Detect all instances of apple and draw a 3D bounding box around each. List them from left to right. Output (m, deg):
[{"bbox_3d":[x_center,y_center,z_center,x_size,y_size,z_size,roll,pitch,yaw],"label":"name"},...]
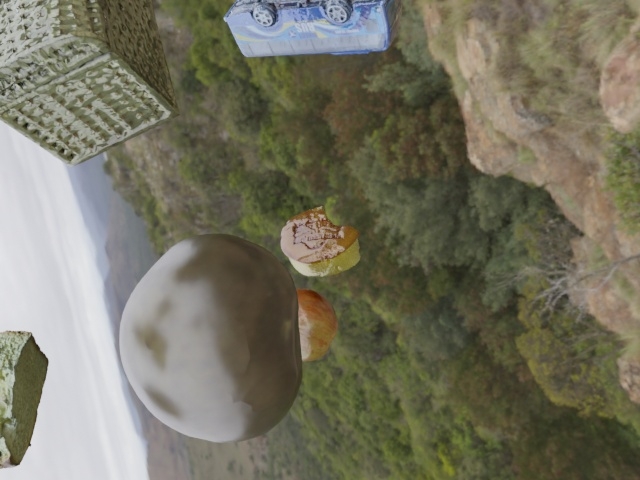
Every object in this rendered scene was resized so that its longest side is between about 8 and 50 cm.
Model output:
[{"bbox_3d":[-0.029,0.145,1.114,0.126,0.102,0.126,-48,30,41],"label":"apple"}]

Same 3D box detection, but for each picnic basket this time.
[{"bbox_3d":[-0.242,-0.202,0.599,0.154,0.134,0.196,51,-160,-63],"label":"picnic basket"}]

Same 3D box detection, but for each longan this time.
[{"bbox_3d":[-0.110,0.100,0.656,0.198,0.198,0.212,-144,49,-60],"label":"longan"}]

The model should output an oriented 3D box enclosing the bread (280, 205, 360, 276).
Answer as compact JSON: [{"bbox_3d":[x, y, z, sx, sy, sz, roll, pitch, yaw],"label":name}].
[{"bbox_3d":[-0.007,0.007,1.181,0.156,0.125,0.086,40,159,45],"label":"bread"}]

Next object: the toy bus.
[{"bbox_3d":[-0.007,-0.297,0.841,0.237,0.079,0.094,6,150,26],"label":"toy bus"}]

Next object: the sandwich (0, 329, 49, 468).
[{"bbox_3d":[-0.253,0.129,0.513,0.093,0.036,0.104,110,163,-65],"label":"sandwich"}]
